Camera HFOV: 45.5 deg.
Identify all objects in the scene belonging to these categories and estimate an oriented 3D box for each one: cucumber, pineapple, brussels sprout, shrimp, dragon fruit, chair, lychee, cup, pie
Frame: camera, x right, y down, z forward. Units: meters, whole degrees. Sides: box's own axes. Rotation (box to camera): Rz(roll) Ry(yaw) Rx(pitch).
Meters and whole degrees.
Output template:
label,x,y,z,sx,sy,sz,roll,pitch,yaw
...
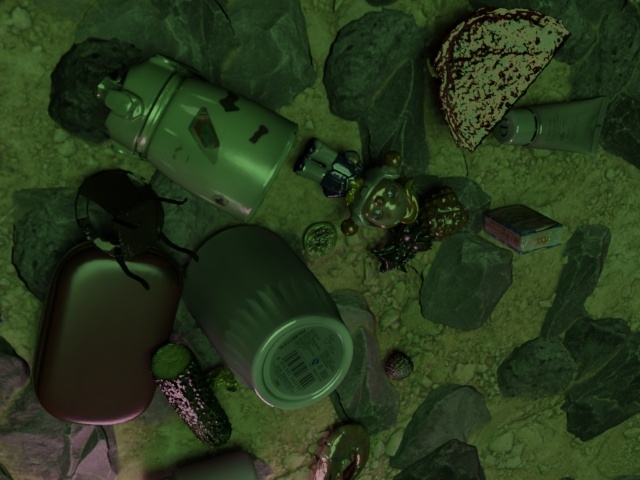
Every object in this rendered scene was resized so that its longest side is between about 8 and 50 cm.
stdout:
label,x,y,z,sx,sy,sz,roll,pitch,yaw
cucumber,-0.266,0.345,1.633,0.096,0.096,0.359,-26,142,-9
pineapple,0.218,-0.014,1.706,0.237,0.111,0.119,-37,104,4
brussels sprout,-0.228,0.313,1.701,0.085,0.058,0.085,-16,149,-10
shrimp,0.050,0.567,1.909,0.145,0.059,0.254,5,105,-33
dragon fruit,0.331,-0.368,1.592,0.205,0.152,0.317,38,104,-9
chair,-0.349,-0.037,1.432,0.174,0.213,0.149,-33,141,-37
lychee,0.192,0.303,1.849,0.067,0.068,0.083,42,98,12
cup,-0.103,0.148,1.510,0.253,0.371,0.253,-12,119,-23
pie,0.000,0.000,1.676,0.085,0.017,0.085,-7,113,-17

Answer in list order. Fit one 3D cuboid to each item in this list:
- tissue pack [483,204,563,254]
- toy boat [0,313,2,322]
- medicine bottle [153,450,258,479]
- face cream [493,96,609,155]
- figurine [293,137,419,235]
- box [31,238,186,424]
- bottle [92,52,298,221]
label,x,y,z,sx,sy,sz,roll,pitch,yaw
tissue pack,0.465,-0.026,1.763,0.116,0.155,0.065,-12,116,-17
toy boat,-0.671,0.115,1.420,0.175,0.110,0.091,39,94,-31
medicine bottle,-0.270,0.582,1.739,0.255,0.152,0.152,-12,115,-15
face cream,0.537,-0.259,1.740,0.314,0.089,0.143,-4,112,-28
figurine,0.072,-0.108,1.606,0.274,0.133,0.193,7,106,-12
box,-0.429,0.186,1.539,0.263,0.108,0.403,10,107,-25
bottle,-0.238,-0.199,1.392,0.352,0.229,0.229,27,101,-7
